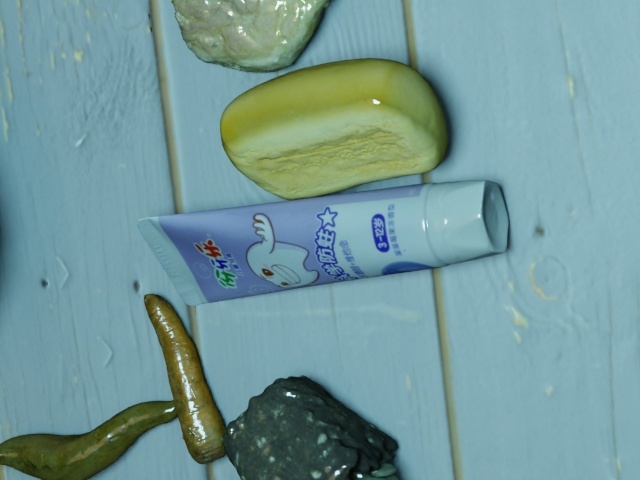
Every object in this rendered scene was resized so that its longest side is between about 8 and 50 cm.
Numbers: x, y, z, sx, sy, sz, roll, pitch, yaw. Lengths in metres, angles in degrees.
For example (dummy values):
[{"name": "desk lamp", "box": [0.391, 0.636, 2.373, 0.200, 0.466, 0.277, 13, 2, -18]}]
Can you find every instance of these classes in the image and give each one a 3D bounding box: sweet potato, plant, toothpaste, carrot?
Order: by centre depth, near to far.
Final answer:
[{"name": "plant", "box": [0.003, 0.232, 1.435, 0.194, 0.129, 0.132, 46, 113, 17]}, {"name": "toothpaste", "box": [0.000, 0.000, 1.438, 0.371, 0.080, 0.125, -7, 130, 27]}, {"name": "carrot", "box": [-0.143, 0.143, 1.540, 0.047, 0.047, 0.191, -20, 86, 26]}, {"name": "sweet potato", "box": [-0.254, 0.228, 1.599, 0.249, 0.059, 0.069, -18, 76, 22]}]

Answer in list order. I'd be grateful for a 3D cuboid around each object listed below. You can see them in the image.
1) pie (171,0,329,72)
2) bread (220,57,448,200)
[{"name": "pie", "box": [-0.073, -0.266, 1.423, 0.185, 0.052, 0.218, 3, 114, 30]}, {"name": "bread", "box": [0.014, -0.113, 1.387, 0.217, 0.147, 0.098, -10, 61, 26]}]
